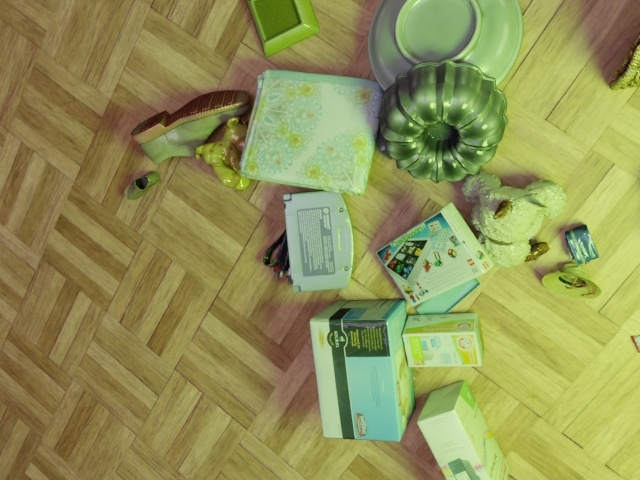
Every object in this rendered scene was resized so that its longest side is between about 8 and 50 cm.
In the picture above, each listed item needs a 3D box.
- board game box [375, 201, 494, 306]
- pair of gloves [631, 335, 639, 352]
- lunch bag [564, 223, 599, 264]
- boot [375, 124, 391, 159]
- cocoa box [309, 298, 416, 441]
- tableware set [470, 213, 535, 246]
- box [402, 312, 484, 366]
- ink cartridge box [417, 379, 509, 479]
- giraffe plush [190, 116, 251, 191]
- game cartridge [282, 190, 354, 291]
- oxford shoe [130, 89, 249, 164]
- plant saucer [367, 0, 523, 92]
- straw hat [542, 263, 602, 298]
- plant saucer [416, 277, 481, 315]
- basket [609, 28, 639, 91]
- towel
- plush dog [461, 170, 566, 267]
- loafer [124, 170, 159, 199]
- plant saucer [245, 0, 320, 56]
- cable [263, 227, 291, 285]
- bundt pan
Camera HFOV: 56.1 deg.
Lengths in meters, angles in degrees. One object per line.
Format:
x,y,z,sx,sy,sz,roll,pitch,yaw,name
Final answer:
0.295,0.047,1.610,0.193,0.053,0.305,57,143,3,board game box
0.896,0.297,1.518,0.159,0.023,0.198,-23,90,25,pair of gloves
0.664,0.015,1.532,0.065,0.067,0.098,-22,92,23,lunch bag
0.242,-0.309,1.633,0.189,0.076,0.208,42,105,23,boot
0.129,0.359,1.708,0.228,0.231,0.347,-4,98,21,cocoa box
0.492,-0.026,1.616,0.141,0.020,0.169,-18,92,23,tableware set
0.343,0.277,1.669,0.203,0.103,0.114,-5,113,21,box
0.415,0.595,1.653,0.119,0.207,0.353,-27,90,24,ink cartridge box
-0.257,-0.273,1.787,0.210,0.181,0.170,42,100,-9,giraffe plush
0.000,0.000,1.761,0.196,0.060,0.294,-4,97,6,game cartridge
-0.381,-0.350,1.857,0.397,0.140,0.146,-15,125,18,oxford shoe
0.301,-0.527,1.518,0.400,0.100,0.400,-1,88,21,plant saucer
0.653,0.093,1.549,0.144,0.144,0.061,16,66,18,straw hat
0.362,0.158,1.700,0.067,0.018,0.192,47,113,8,plant saucer
0.745,-0.454,1.291,0.223,0.299,0.213,-5,97,22,basket
-0.027,-0.304,1.669,0.374,0.090,0.320,10,84,15,towel
0.472,-0.029,1.527,0.262,0.210,0.225,10,126,21,plush dog
-0.602,-0.183,1.991,0.148,0.050,0.056,-34,86,22,loafer
-0.119,-0.654,1.726,0.188,0.045,0.188,-18,92,23,plant saucer
-0.089,-0.006,1.840,0.139,0.072,0.287,18,93,35,cable
0.300,-0.275,1.502,0.331,0.124,0.331,8,135,8,bundt pan
